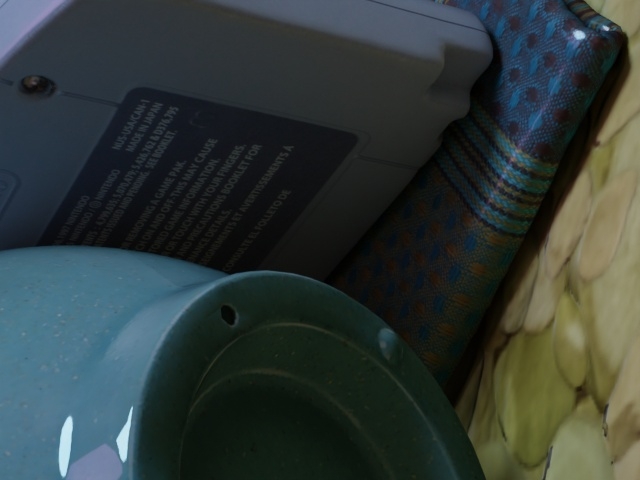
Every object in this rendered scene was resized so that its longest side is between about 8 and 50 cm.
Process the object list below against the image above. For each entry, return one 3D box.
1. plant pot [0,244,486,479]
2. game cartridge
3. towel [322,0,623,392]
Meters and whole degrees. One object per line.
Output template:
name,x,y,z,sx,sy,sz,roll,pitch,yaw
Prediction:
plant pot,-0.060,0.122,0.504,0.196,0.293,0.293,-27,42,35
game cartridge,-0.085,-0.015,0.622,0.294,0.196,0.060,-49,44,44
towel,0.000,0.000,0.709,0.370,0.040,0.271,-65,33,28
